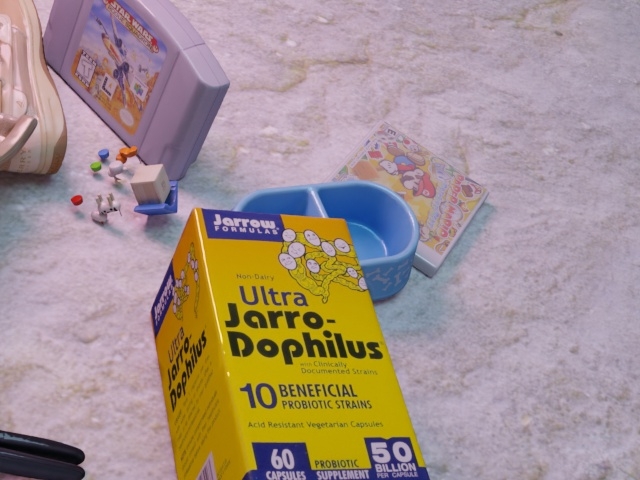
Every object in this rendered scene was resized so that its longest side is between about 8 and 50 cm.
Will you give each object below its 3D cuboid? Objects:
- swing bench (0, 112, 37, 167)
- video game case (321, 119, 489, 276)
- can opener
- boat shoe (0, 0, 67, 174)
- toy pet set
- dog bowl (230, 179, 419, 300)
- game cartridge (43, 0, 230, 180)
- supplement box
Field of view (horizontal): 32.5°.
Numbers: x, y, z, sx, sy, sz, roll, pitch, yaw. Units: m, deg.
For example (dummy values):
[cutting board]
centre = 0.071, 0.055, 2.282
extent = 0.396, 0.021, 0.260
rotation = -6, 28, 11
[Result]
[swing bench]
centre = -0.489, -0.192, 1.214
extent = 0.253, 0.255, 0.165
rotation = 15, 52, 17
[video game case]
centre = 0.126, -0.069, 1.627
extent = 0.206, 0.026, 0.227
rotation = 34, 42, 6
[can opener]
centre = -0.324, 0.208, 1.098
extent = 0.186, 0.073, 0.059
rotation = 25, 33, -18
[boat shoe]
centre = -0.422, -0.231, 1.420
extent = 0.110, 0.122, 0.341
rotation = -4, 53, -32
[toy pet set]
centre = -0.244, -0.063, 1.417
extent = 0.114, 0.065, 0.122
rotation = -4, 37, 16
[dog bowl]
centre = 0.000, 0.000, 1.440
extent = 0.297, 0.074, 0.166
rotation = -7, 57, -27
[game cartridge]
centre = -0.255, -0.246, 1.467
extent = 0.297, 0.198, 0.062
rotation = 44, 45, 17
[supplement box]
centre = -0.048, 0.162, 1.186
extent = 0.194, 0.195, 0.357
rotation = 4, 47, -25
